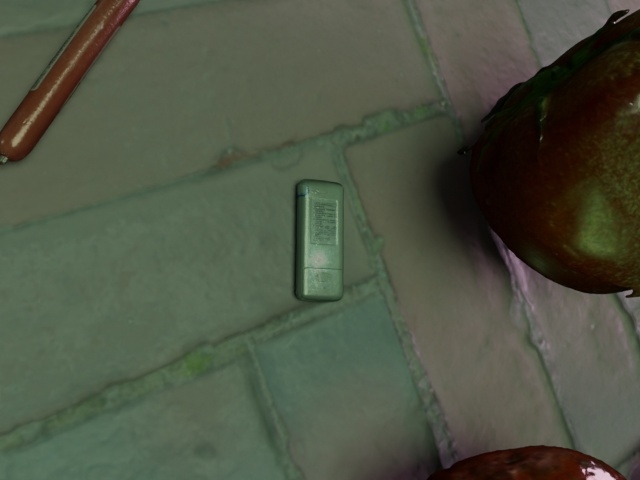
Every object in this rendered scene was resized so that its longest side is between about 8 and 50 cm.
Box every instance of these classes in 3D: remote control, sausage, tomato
[{"bbox_3d":[0.000,0.000,0.675,0.053,0.018,0.124,3,82,-27],"label":"remote control"},{"bbox_3d":[-0.215,-0.156,0.582,0.029,0.029,0.223,34,70,-19],"label":"sausage"},{"bbox_3d":[0.309,-0.083,0.687,0.239,0.303,0.303,48,66,-8],"label":"tomato"}]

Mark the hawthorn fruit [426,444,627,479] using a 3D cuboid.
[{"bbox_3d":[0.177,0.310,0.605,0.262,0.258,0.258,2,81,2],"label":"hawthorn fruit"}]
